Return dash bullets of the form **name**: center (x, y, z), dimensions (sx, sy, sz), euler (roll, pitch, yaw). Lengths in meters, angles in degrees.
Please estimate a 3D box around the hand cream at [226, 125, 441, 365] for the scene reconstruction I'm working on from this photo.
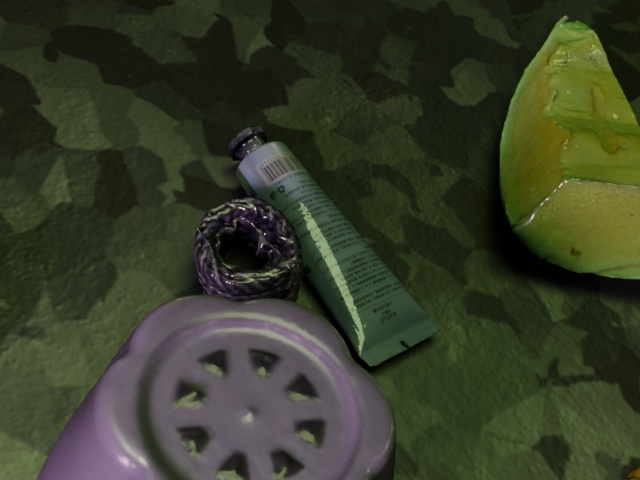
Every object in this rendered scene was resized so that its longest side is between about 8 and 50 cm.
- **hand cream**: center (0.000, 0.000, 1.017), dimensions (0.091, 0.058, 0.271), euler (-22, 64, -35)

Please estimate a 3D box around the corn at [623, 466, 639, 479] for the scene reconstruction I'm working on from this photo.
- **corn**: center (0.222, 0.289, 0.786), dimensions (0.144, 0.144, 0.387), euler (41, 56, 18)

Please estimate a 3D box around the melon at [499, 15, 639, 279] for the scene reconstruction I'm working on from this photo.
- **melon**: center (0.288, -0.104, 1.154), dimensions (0.196, 0.124, 0.323), euler (12, 42, -9)

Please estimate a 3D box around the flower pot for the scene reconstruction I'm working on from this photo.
- **flower pot**: center (-0.064, 0.176, 0.720), dimensions (0.265, 0.243, 0.265), euler (10, 50, -12)

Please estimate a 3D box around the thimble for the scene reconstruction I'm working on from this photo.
- **thimble**: center (-0.068, 0.017, 0.965), dimensions (0.095, 0.066, 0.104), euler (-27, 59, -23)
